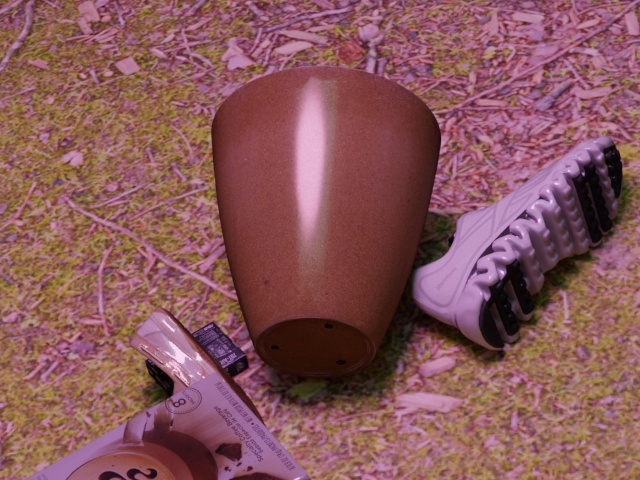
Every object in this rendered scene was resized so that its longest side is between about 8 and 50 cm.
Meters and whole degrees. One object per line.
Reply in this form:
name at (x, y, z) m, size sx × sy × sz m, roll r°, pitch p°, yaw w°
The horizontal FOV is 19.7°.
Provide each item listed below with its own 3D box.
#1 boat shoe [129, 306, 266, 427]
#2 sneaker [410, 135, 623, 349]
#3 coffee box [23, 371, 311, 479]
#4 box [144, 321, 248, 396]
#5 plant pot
boat shoe at (-0.120, 0.141, 1.781) m, size 0.059 × 0.063 × 0.170 m, roll -44°, pitch 68°, yaw 1°
sneaker at (0.203, -0.015, 1.864) m, size 0.118 × 0.110 × 0.292 m, roll 15°, pitch 47°, yaw 41°
coffee box at (-0.166, 0.267, 1.614) m, size 0.297 × 0.119 × 0.168 m, roll -29°, pitch 44°, yaw -19°
box at (-0.124, 0.123, 1.845) m, size 0.083 × 0.018 × 0.067 m, roll -30°, pitch 44°, yaw -20°
plant pot at (0.000, 0.000, 1.827) m, size 0.237 × 0.237 × 0.254 m, roll -4°, pitch 57°, yaw 10°
